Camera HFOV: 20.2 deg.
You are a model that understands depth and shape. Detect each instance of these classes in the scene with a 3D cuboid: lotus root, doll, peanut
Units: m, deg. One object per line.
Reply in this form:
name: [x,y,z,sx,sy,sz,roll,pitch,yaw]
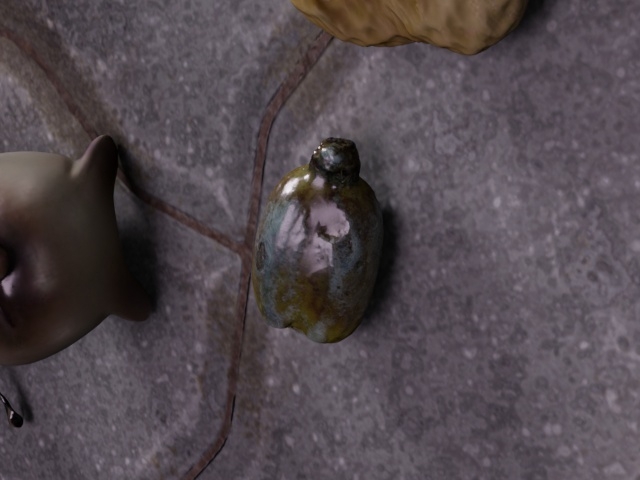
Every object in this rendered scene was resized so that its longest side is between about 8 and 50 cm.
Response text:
lotus root: [0.000,0.000,1.531,0.113,0.088,0.192,21,118,20]
doll: [-0.370,0.033,1.724,0.370,0.226,0.215,-13,92,12]
peanut: [0.057,-0.236,1.376,0.233,0.110,0.197,4,112,44]

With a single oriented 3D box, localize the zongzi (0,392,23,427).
zongzi: [-0.454,-0.030,1.906,0.447,0.181,0.418,45,131,20]
